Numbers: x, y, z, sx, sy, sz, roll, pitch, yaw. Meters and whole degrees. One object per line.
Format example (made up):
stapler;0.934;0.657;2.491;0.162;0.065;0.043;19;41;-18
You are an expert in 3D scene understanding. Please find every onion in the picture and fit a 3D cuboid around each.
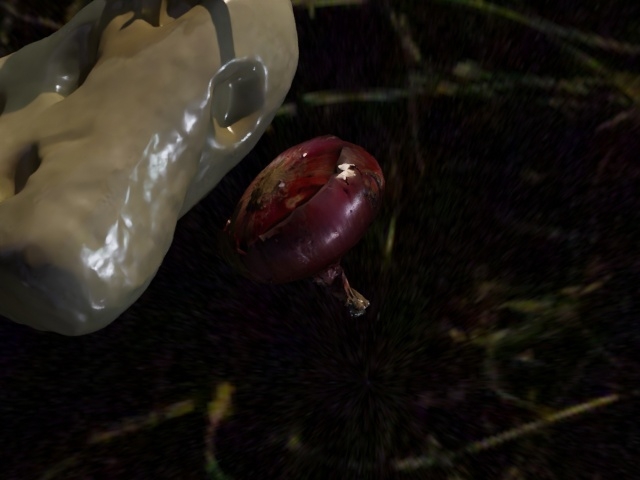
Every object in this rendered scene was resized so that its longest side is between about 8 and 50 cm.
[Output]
onion;0.000;0.000;1.402;0.150;0.150;0.140;-40;108;-2

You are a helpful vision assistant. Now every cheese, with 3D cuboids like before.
cheese;-0.213;-0.094;1.412;0.328;0.129;0.351;9;56;40
